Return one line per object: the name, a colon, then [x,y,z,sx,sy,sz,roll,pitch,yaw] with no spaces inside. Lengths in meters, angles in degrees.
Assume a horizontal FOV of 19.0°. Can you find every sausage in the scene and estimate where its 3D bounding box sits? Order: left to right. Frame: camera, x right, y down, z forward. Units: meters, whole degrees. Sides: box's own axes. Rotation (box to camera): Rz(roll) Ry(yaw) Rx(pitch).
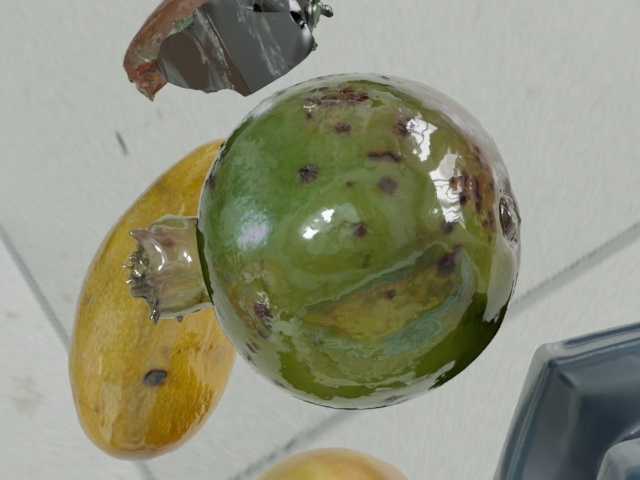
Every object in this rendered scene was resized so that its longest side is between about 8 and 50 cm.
sausage: [-0.059,-0.159,1.230,0.177,0.040,0.047,-36,121,17]

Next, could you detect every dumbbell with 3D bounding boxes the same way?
dumbbell: [0.159,0.121,0.802,0.143,0.316,0.156,-43,94,4]

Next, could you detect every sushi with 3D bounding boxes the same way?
sushi: [-0.040,-0.116,1.074,0.085,0.083,0.056,-33,98,-30]

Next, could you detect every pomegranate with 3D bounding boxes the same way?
pomegranate: [0.007,-0.004,0.661,0.130,0.130,0.130,-1,80,3]

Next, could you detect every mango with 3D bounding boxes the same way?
mango: [-0.116,0.043,1.389,0.109,0.157,0.262,24,114,23]

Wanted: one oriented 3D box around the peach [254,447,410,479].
peach: [0.011,0.245,1.434,0.184,0.184,0.184,-1,80,3]
